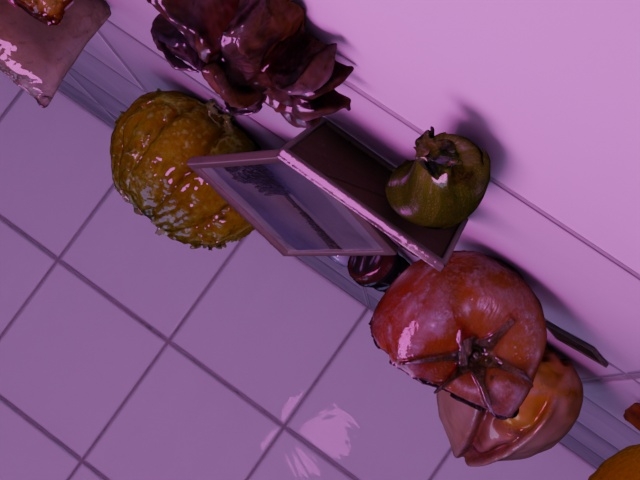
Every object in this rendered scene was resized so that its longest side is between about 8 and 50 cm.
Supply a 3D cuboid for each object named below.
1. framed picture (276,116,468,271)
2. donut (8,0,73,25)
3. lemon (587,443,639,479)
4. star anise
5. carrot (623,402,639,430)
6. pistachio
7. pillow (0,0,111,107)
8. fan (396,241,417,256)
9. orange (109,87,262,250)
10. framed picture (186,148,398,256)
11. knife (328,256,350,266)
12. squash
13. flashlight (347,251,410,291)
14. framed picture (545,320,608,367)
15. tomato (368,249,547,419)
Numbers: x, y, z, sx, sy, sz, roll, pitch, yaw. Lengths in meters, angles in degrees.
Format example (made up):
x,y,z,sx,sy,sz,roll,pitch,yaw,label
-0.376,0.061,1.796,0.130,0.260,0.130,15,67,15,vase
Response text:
x,y,z,sx,sy,sz,roll,pitch,yaw,label
0.060,-0.054,1.038,0.203,0.015,0.150,35,-155,2,framed picture
-0.371,-0.350,1.118,0.216,0.096,0.230,36,175,17,donut
0.553,0.462,1.561,0.258,0.258,0.310,38,170,-28,lemon
-0.073,-0.166,0.855,0.214,0.099,0.220,20,166,38,star anise
0.511,0.287,1.416,0.055,0.055,0.161,41,180,-44,carrot
0.290,0.254,1.564,0.230,0.230,0.309,35,166,6,pistachio
-0.431,-0.328,1.257,0.302,0.185,0.075,38,153,-22,pillow
0.103,-0.023,1.475,0.226,0.008,0.152,38,174,-29,fan
-0.227,-0.116,1.626,0.301,0.223,0.300,32,168,43,orange
-0.037,-0.049,1.475,0.213,0.016,0.289,-2,151,31,framed picture
-0.001,-0.001,2.227,0.080,0.044,0.331,37,178,-21,knife
0.104,-0.049,0.889,0.080,0.071,0.318,16,178,0,squash
0.144,0.072,1.702,0.232,0.093,0.093,33,178,-44,flashlight
0.352,0.143,1.363,0.089,0.007,0.066,31,174,43,framed picture
0.182,0.093,1.186,0.214,0.155,0.181,23,-162,-15,tomato
